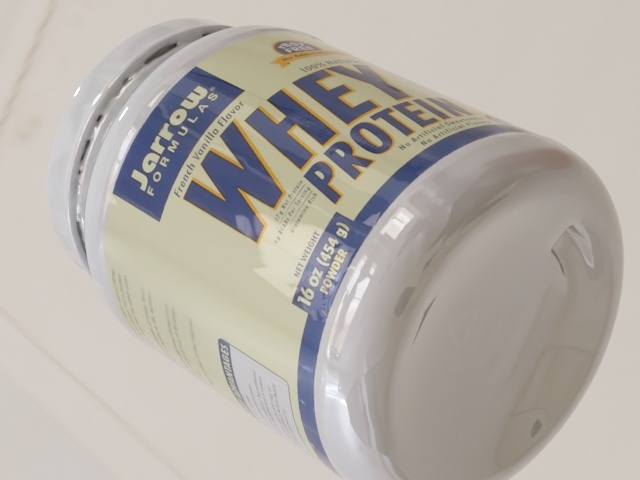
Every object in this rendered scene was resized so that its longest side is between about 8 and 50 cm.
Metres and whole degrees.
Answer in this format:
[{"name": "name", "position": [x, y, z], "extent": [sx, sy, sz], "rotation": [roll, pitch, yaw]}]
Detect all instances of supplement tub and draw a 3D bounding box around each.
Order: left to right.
[{"name": "supplement tub", "position": [0.000, 0.000, 1.071], "extent": [0.235, 0.325, 0.235], "rotation": [-24, -53, -36]}]
